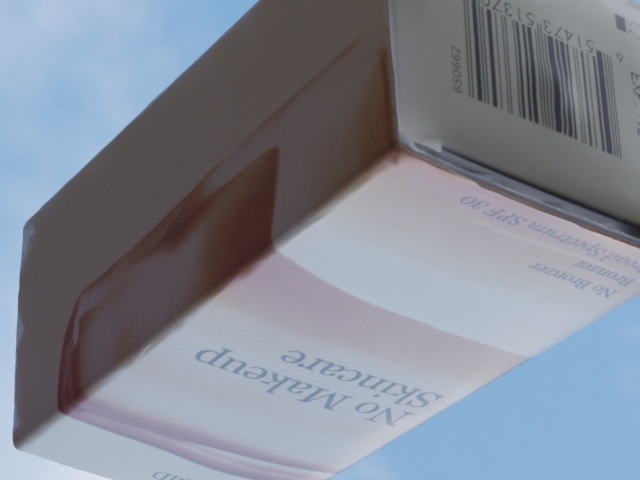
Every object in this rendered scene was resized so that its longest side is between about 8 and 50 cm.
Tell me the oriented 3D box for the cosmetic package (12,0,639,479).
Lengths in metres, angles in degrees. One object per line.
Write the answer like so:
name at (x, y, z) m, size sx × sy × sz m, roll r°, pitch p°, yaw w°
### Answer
cosmetic package at (0.000, 0.000, 0.812) m, size 0.153 × 0.296 × 0.129 m, roll 18°, pitch -126°, yaw -29°
